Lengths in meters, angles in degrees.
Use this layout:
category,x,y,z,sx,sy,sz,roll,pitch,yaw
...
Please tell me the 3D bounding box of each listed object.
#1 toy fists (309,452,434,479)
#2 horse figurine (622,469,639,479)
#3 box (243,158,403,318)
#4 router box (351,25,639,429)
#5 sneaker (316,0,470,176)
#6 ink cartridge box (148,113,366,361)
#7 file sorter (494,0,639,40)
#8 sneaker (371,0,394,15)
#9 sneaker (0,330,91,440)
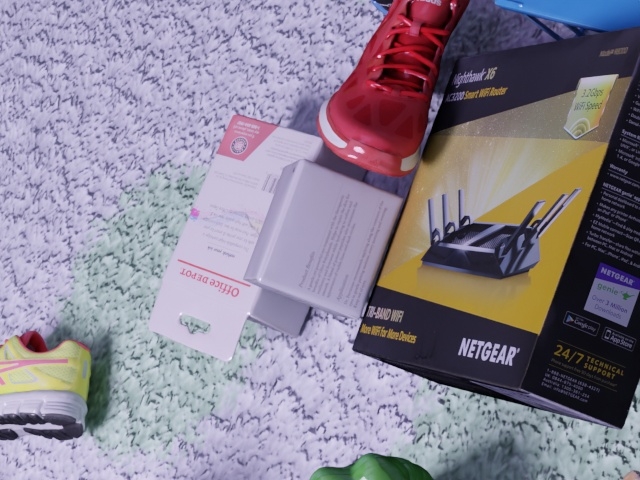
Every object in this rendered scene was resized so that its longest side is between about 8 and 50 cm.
category,x,y,z,sx,sy,sz,roll,pitch,yaw
toy fists,-0.013,0.273,1.331,0.279,0.142,0.096,-52,47,12
horse figurine,0.242,0.254,1.174,0.174,0.066,0.263,22,89,49
box,0.000,0.000,1.425,0.102,0.087,0.101,173,117,-80
router box,0.145,-0.012,1.268,0.243,0.081,0.309,-70,18,-6
sneaker,0.061,-0.145,1.403,0.221,0.087,0.128,-81,11,-62
ink cartridge box,-0.054,0.005,1.533,0.115,0.067,0.198,19,83,44
file sorter,0.240,-0.191,1.336,0.170,0.104,0.118,22,87,44
sneaker,0.097,-0.271,1.511,0.067,0.078,0.188,35,96,43
sneaker,-0.284,0.128,1.679,0.208,0.081,0.094,0,65,34
